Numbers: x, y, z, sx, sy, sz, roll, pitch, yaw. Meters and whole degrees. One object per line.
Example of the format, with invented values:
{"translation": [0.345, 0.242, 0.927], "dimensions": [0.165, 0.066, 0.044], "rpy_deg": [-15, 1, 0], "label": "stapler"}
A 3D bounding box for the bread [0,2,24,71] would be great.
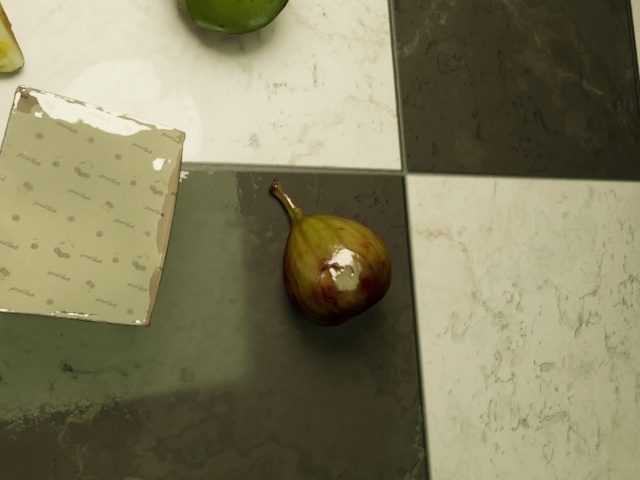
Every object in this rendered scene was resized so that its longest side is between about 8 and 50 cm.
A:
{"translation": [-0.529, -0.341, 0.654], "dimensions": [0.083, 0.094, 0.157], "rpy_deg": [-24, 104, -28], "label": "bread"}

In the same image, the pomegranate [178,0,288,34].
{"translation": [-0.161, -0.490, 0.708], "dimensions": [0.261, 0.340, 0.260], "rpy_deg": [0, 116, 0], "label": "pomegranate"}

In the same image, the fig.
{"translation": [0.000, 0.000, 0.828], "dimensions": [0.217, 0.217, 0.320], "rpy_deg": [-24, 73, -24], "label": "fig"}

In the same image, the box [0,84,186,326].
{"translation": [-0.352, -0.035, 0.653], "dimensions": [0.225, 0.190, 0.296], "rpy_deg": [12, 82, -23], "label": "box"}
